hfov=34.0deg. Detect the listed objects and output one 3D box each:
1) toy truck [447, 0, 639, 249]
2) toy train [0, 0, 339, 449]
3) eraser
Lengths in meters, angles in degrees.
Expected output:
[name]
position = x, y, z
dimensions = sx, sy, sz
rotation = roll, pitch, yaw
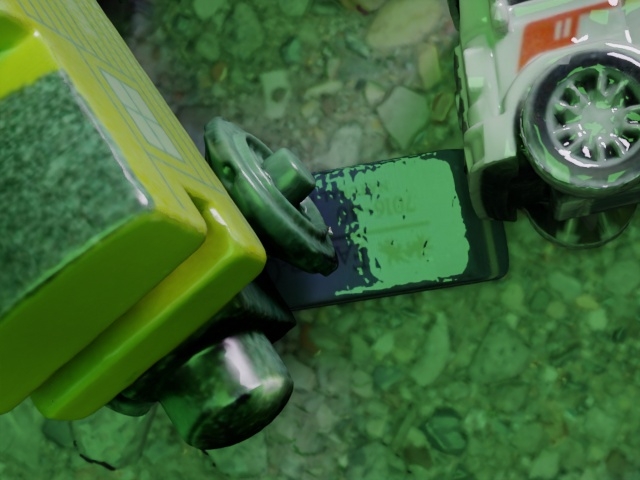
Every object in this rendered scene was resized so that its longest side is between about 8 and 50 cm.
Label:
[toy truck]
position = 0.252, -0.134, 0.544
dimensions = 0.387, 0.173, 0.207
rotation = -13, 78, 7
[toy train]
position = -0.171, -0.088, 0.547
dimensions = 0.179, 0.272, 0.442
rotation = -40, 68, 10
[eraser]
position = 0.000, 0.000, 0.650
dimensions = 0.225, 0.036, 0.082
rotation = -9, 83, 11
